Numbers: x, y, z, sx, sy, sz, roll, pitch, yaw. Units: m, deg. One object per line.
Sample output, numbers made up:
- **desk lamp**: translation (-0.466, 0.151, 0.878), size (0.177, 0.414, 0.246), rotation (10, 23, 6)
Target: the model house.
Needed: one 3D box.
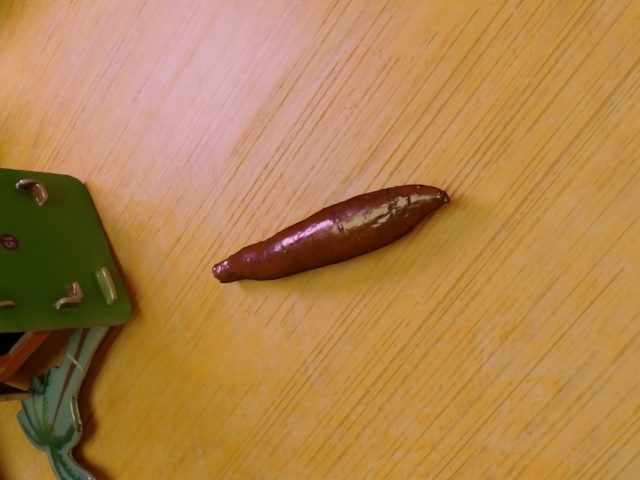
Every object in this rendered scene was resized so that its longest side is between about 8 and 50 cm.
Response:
- **model house**: translation (-0.403, 0.136, 0.890), size (0.323, 0.300, 0.340), rotation (-41, 64, 33)

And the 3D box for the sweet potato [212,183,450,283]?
- **sweet potato**: translation (-0.001, -0.001, 0.775), size (0.264, 0.057, 0.057), rotation (-19, 78, 28)
